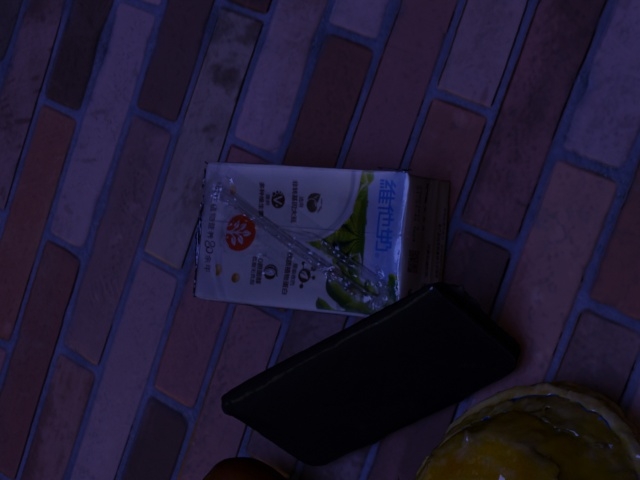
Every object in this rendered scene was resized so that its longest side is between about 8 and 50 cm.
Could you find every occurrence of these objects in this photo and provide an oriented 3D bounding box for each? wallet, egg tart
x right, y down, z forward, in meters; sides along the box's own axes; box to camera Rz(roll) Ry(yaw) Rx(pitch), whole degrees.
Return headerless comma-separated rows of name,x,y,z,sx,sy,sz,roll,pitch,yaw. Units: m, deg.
wallet,0.067,0.177,1.744,0.377,0.197,0.051,-31,38,31
egg tart,0.220,0.341,1.584,0.387,0.169,0.388,-22,57,39

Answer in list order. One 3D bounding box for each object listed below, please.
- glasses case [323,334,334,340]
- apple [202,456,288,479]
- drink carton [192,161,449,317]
glasses case,-0.010,0.189,1.877,0.164,0.041,0.063,-41,68,26
apple,-0.103,0.412,1.836,0.230,0.230,0.230,-2,86,35
drink carton,-0.001,0.000,1.826,0.324,0.132,0.194,5,90,33
